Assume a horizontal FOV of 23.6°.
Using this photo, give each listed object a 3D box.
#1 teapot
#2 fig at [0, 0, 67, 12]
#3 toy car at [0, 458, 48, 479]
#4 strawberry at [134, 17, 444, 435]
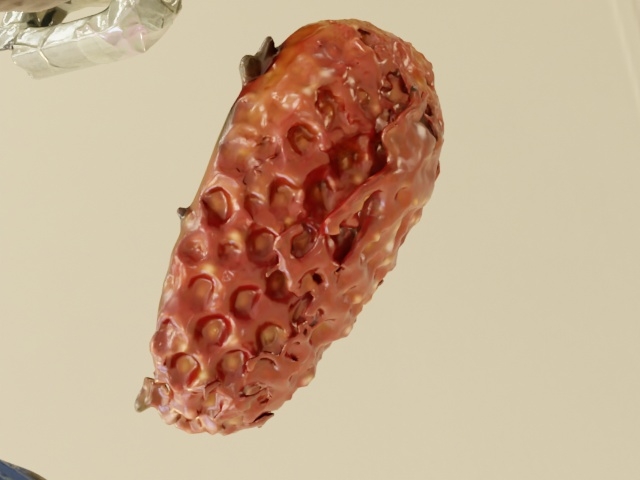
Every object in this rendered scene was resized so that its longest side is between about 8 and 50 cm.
[{"bbox_3d":[-0.166,-0.248,1.193,0.178,0.163,0.221,5,-134,40],"label":"teapot"},{"bbox_3d":[-0.149,-0.248,0.801,0.224,0.263,0.224,10,-165,-3],"label":"fig"},{"bbox_3d":[-0.219,0.209,1.126,0.216,0.103,0.063,36,-132,9],"label":"toy car"},{"bbox_3d":[0.000,0.000,0.631,0.082,0.121,0.188,17,-105,27],"label":"strawberry"}]
